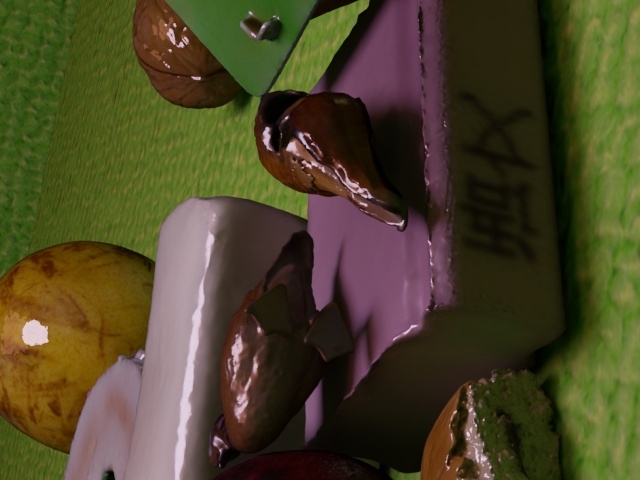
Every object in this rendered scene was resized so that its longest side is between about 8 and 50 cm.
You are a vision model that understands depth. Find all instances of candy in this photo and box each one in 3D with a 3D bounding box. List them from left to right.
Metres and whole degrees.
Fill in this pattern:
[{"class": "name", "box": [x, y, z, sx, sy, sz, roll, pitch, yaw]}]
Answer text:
[{"class": "candy", "box": [-0.053, 0.153, 1.518, 0.145, 0.208, 0.358, 153, 128, -65]}]

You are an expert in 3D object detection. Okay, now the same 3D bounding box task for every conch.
[{"class": "conch", "box": [0.011, -0.073, 1.316, 0.080, 0.086, 0.233, -42, 24, -17]}]

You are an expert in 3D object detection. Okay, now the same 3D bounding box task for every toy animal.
[{"class": "toy animal", "box": [-0.041, 0.087, 1.360, 0.179, 0.089, 0.188, 125, 163, -50]}]

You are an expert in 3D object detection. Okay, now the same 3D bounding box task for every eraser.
[{"class": "eraser", "box": [0.082, -0.031, 1.387, 0.272, 0.122, 0.359, 124, 153, -52]}]

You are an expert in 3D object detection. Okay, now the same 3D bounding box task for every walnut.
[{"class": "walnut", "box": [-0.156, -0.260, 2.163, 0.207, 0.167, 0.167, -104, 32, -49]}]

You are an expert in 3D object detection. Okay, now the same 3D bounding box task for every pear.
[{"class": "pear", "box": [-0.282, 0.134, 2.106, 0.281, 0.281, 0.281, -168, 90, -71]}]

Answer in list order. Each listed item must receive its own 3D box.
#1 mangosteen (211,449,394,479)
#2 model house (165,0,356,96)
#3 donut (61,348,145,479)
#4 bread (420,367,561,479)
[{"class": "mangosteen", "box": [0.002, 0.269, 1.332, 0.261, 0.235, 0.235, -18, -49, -60]}, {"class": "model house", "box": [-0.004, -0.374, 1.518, 0.340, 0.323, 0.300, 49, 139, 14]}, {"class": "donut", "box": [-0.174, 0.302, 1.853, 0.382, 0.142, 0.382, -170, 90, -68]}, {"class": "bread", "box": [0.115, 0.162, 1.218, 0.106, 0.082, 0.125, -53, 33, 38]}]
